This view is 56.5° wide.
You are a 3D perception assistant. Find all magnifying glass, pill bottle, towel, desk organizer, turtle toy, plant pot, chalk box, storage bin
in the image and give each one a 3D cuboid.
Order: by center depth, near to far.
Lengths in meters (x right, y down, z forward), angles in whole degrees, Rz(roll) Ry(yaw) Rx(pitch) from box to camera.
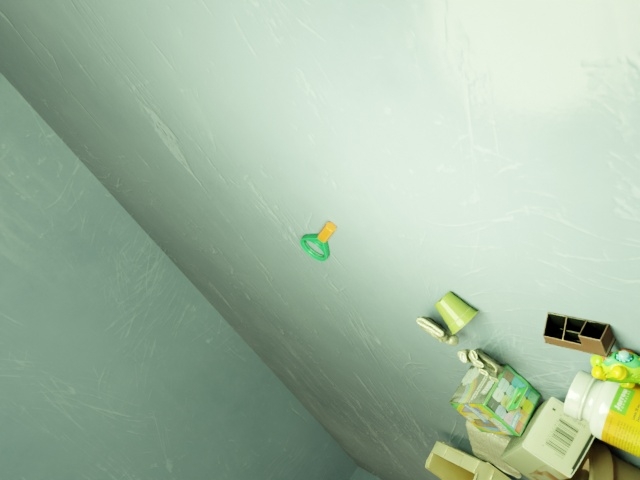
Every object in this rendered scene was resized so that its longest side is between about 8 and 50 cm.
[{"bbox_3d":[0.578,0.245,1.155,0.095,0.066,0.130,19,163,-15],"label":"turtle toy"},{"bbox_3d":[0.506,0.184,1.178,0.130,0.047,0.050,8,140,50],"label":"desk organizer"},{"bbox_3d":[0.630,0.357,1.195,0.245,0.136,0.136,20,151,36],"label":"pill bottle"},{"bbox_3d":[0.312,0.164,1.397,0.079,0.083,0.083,48,158,11],"label":"plant pot"},{"bbox_3d":[0.742,0.652,1.471,0.229,0.263,0.263,14,151,13],"label":"plant pot"},{"bbox_3d":[0.465,0.412,1.543,0.132,0.132,0.213,42,158,-8],"label":"chalk box"},{"bbox_3d":[0.000,0.000,1.611,0.092,0.026,0.231,39,159,1],"label":"magnifying glass"},{"bbox_3d":[0.587,0.702,1.998,0.187,0.049,0.282,19,150,36],"label":"towel"},{"bbox_3d":[0.563,0.877,2.193,0.260,0.123,0.262,39,163,-21],"label":"storage bin"}]

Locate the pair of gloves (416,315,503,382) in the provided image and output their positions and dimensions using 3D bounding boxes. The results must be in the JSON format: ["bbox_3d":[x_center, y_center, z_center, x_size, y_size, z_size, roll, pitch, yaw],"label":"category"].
[{"bbox_3d":[0.337,0.261,1.466,0.240,0.042,0.204,34,-177,13],"label":"pair of gloves"}]

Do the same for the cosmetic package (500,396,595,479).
[{"bbox_3d":[0.575,0.519,1.518,0.129,0.153,0.296,32,163,19],"label":"cosmetic package"}]
